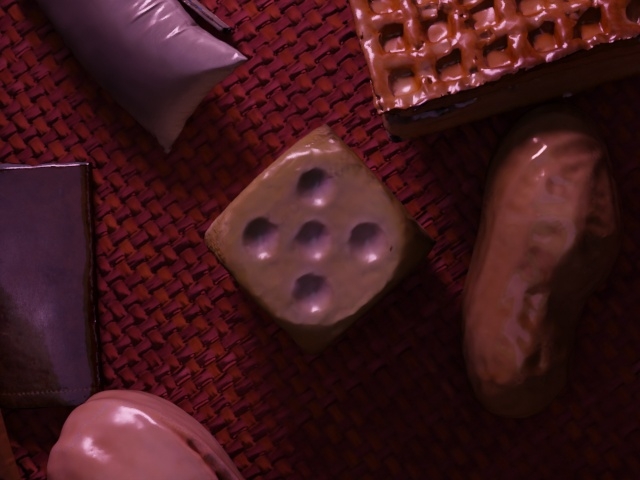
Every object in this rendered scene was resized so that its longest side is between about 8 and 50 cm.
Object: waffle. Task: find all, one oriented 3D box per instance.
[{"bbox_3d":[0.184,-0.236,1.731,0.308,0.091,0.213,-15,70,3],"label":"waffle"}]

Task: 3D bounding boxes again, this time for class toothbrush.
[{"bbox_3d":[-0.205,-0.306,1.811,0.294,0.026,0.028,36,110,3],"label":"toothbrush"}]

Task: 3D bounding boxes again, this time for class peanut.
[{"bbox_3d":[0.219,0.020,1.733,0.147,0.147,0.319,12,87,3],"label":"peanut"}]

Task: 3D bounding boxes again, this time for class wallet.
[{"bbox_3d":[-0.296,0.046,1.815,0.137,0.031,0.255,-3,90,4],"label":"wallet"}]

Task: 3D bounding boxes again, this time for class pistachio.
[{"bbox_3d":[-0.142,0.289,1.729,0.318,0.193,0.214,48,129,-5],"label":"pistachio"}]

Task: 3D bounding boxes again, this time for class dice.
[{"bbox_3d":[0.000,0.000,1.731,0.169,0.166,0.169,-43,89,3],"label":"dice"}]

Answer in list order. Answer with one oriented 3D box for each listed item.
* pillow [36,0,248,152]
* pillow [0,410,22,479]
[{"bbox_3d":[-0.195,-0.226,1.777,0.144,0.078,0.254,-41,88,25],"label":"pillow"},{"bbox_3d":[-0.416,0.330,1.779,0.312,0.119,0.310,-22,86,4],"label":"pillow"}]
